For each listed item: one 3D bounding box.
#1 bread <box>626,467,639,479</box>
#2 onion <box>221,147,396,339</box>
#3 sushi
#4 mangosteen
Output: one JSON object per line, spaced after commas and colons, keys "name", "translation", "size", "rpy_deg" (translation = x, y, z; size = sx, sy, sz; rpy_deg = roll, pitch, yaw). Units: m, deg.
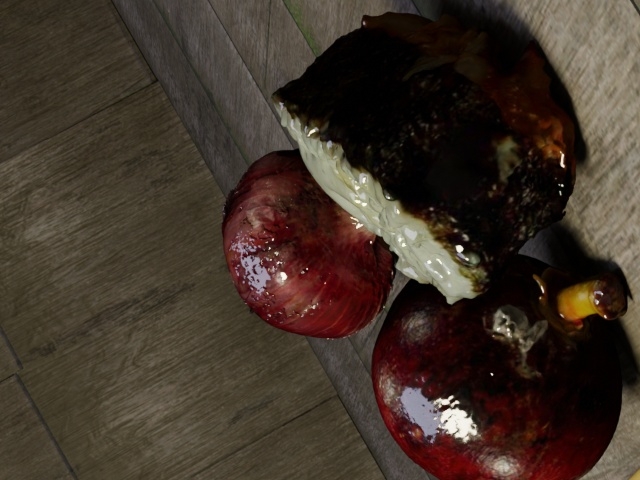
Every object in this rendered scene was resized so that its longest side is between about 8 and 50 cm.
{"name": "bread", "translation": [0.313, 0.224, 1.759], "size": [0.062, 0.103, 0.049], "rpy_deg": [14, -143, -35]}
{"name": "onion", "translation": [0.000, 0.000, 2.412], "size": [0.252, 0.219, 0.252], "rpy_deg": [36, -139, -38]}
{"name": "sushi", "translation": [0.093, -0.079, 1.643], "size": [0.196, 0.182, 0.343], "rpy_deg": [60, 173, -25]}
{"name": "mangosteen", "translation": [0.174, 0.096, 1.700], "size": [0.261, 0.235, 0.235], "rpy_deg": [-46, 67, 36]}
